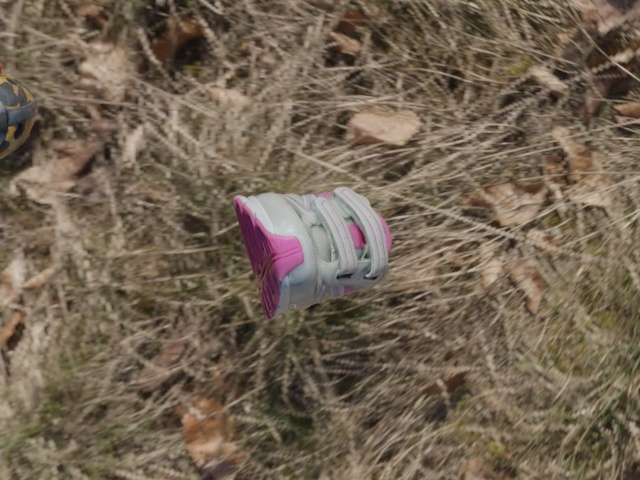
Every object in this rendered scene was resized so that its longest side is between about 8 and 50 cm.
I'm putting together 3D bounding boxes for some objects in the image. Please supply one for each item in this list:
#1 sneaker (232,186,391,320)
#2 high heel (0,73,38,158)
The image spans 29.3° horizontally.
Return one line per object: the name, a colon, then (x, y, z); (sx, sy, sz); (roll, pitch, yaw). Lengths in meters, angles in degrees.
sneaker: (0.000, 0.000, 1.000); (0.111, 0.252, 0.103); (-15, 91, 5)
high heel: (-0.343, -0.083, 0.882); (0.261, 0.186, 0.093); (5, 107, 23)
